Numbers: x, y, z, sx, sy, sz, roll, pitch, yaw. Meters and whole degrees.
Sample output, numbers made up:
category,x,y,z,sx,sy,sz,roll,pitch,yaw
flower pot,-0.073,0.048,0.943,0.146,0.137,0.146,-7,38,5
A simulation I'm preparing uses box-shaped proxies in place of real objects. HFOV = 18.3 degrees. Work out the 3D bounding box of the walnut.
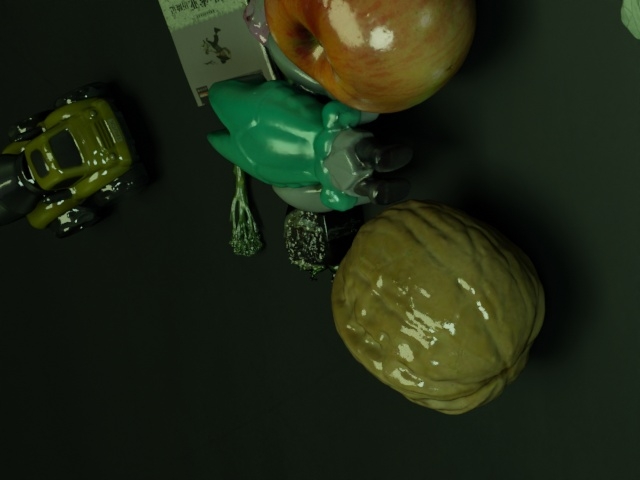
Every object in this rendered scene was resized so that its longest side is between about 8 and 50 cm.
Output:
category,x,y,z,sx,sy,sz,roll,pitch,yaw
walnut,0.111,0.058,1.912,0.213,0.213,0.213,23,123,40

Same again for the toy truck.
category,x,y,z,sx,sy,sz,roll,pitch,yaw
toy truck,-0.321,-0.083,2.333,0.224,0.165,0.147,-26,87,50

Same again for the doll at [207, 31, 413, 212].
category,x,y,z,sx,sy,sz,roll,pitch,yaw
doll,-0.003,-0.093,1.995,0.258,0.153,0.195,52,132,29

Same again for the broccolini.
category,x,y,z,sx,sy,sz,roll,pitch,yaw
broccolini,-0.084,-0.049,2.200,0.035,0.030,0.140,12,112,35

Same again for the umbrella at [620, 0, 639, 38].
category,x,y,z,sx,sy,sz,roll,pitch,yaw
umbrella,0.320,-0.185,1.671,0.143,0.062,0.067,17,89,44

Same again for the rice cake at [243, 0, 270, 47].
category,x,y,z,sx,sy,sz,roll,pitch,yaw
rice cake,0.001,-0.288,1.973,0.081,0.051,0.290,53,138,11

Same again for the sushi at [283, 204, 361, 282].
category,x,y,z,sx,sy,sz,roll,pitch,yaw
sushi,0.000,0.000,2.103,0.083,0.056,0.085,11,114,44

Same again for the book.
category,x,y,z,sx,sy,sz,roll,pitch,yaw
book,-0.118,-0.240,2.135,0.127,0.014,0.182,-11,102,42

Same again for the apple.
category,x,y,z,sx,sy,sz,roll,pitch,yaw
apple,0.046,-0.216,1.854,0.209,0.164,0.209,37,152,24
